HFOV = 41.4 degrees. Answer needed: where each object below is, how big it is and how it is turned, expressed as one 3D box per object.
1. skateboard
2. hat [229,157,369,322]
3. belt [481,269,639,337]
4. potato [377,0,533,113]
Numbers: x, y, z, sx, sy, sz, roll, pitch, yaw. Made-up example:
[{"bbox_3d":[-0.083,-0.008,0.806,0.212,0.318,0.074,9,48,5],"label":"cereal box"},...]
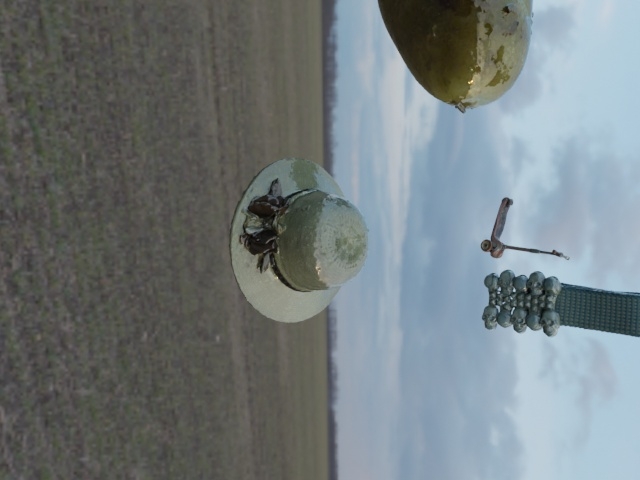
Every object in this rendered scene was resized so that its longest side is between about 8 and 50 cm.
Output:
[{"bbox_3d":[0.206,-0.007,0.834,0.032,0.083,0.064,26,81,-47],"label":"skateboard"},{"bbox_3d":[0.000,0.000,1.277,0.130,0.257,0.257,0,-89,47],"label":"hat"},{"bbox_3d":[0.259,0.066,0.840,0.179,0.100,0.065,1,-95,53],"label":"belt"},{"bbox_3d":[0.238,-0.392,1.408,0.219,0.269,0.359,19,46,-50],"label":"potato"}]
